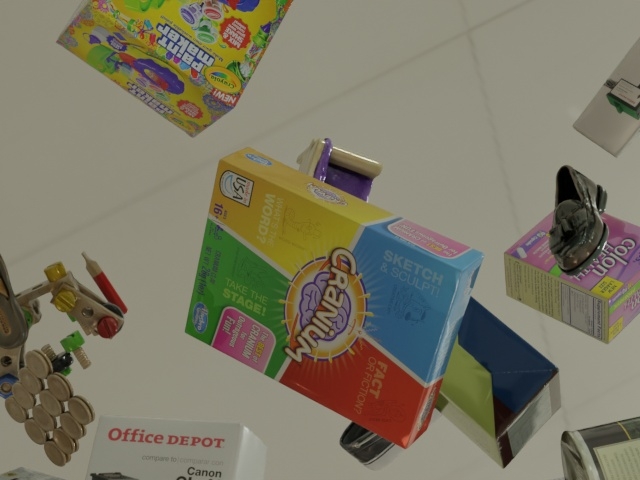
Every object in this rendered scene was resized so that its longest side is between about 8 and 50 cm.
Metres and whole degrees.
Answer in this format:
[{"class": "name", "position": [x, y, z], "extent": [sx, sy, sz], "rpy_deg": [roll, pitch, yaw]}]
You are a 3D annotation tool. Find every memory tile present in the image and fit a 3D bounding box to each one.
[{"class": "memory tile", "position": [-0.322, 0.201, 1.341], "extent": [0.113, 0.012, 0.148], "rpy_deg": [45, -45, 9]}]

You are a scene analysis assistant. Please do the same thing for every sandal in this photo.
[{"class": "sandal", "position": [-0.526, 0.077, 1.743], "extent": [0.060, 0.090, 0.219], "rpy_deg": [-56, 128, -66]}]

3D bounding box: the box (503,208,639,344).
[{"class": "box", "position": [0.518, 0.054, 2.193], "extent": [0.243, 0.213, 0.117], "rpy_deg": [28, -38, 38]}]

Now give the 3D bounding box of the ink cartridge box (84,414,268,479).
[{"class": "ink cartridge box", "position": [-0.214, 0.404, 1.539], "extent": [0.131, 0.226, 0.306], "rpy_deg": [62, 32, -62]}]

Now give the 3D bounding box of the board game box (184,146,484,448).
[{"class": "board game box", "position": [0.006, 0.063, 1.302], "extent": [0.316, 0.064, 0.242], "rpy_deg": [25, -62, 22]}]

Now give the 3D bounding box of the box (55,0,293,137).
[{"class": "box", "position": [-0.242, -0.385, 1.932], "extent": [0.290, 0.279, 0.177], "rpy_deg": [34, -27, -19]}]

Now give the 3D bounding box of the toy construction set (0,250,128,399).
[{"class": "toy construction set", "position": [-0.481, 0.097, 1.961], "extent": [0.237, 0.257, 0.309], "rpy_deg": [59, 26, -10]}]

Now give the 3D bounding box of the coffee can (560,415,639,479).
[{"class": "coffee can", "position": [0.449, 0.297, 1.348], "extent": [0.201, 0.275, 0.201], "rpy_deg": [-12, 90, -89]}]

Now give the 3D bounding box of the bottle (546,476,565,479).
[{"class": "bottle", "position": [0.436, 0.451, 1.945], "extent": [0.118, 0.283, 0.092], "rpy_deg": [52, 26, -81]}]

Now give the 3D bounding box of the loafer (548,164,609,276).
[{"class": "loafer", "position": [0.384, -0.035, 1.738], "extent": [0.084, 0.096, 0.267], "rpy_deg": [45, 28, -8]}]

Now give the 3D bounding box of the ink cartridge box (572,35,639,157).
[{"class": "ink cartridge box", "position": [0.513, -0.253, 1.786], "extent": [0.092, 0.219, 0.160], "rpy_deg": [39, 31, 11]}]

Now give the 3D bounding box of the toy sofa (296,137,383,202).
[{"class": "toy sofa", "position": [0.000, 0.000, 2.108], "extent": [0.177, 0.150, 0.362], "rpy_deg": [146, -38, -70]}]

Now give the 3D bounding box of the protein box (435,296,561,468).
[{"class": "protein box", "position": [0.235, 0.202, 1.661], "extent": [0.200, 0.136, 0.201], "rpy_deg": [41, -9, 24]}]

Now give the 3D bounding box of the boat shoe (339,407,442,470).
[{"class": "boat shoe", "position": [0.154, 0.280, 2.036], "extent": [0.102, 0.301, 0.108], "rpy_deg": [38, 12, -26]}]

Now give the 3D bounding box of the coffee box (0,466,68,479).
[{"class": "coffee box", "position": [-0.444, 0.391, 1.440], "extent": [0.246, 0.098, 0.141], "rpy_deg": [-4, 101, -60]}]
